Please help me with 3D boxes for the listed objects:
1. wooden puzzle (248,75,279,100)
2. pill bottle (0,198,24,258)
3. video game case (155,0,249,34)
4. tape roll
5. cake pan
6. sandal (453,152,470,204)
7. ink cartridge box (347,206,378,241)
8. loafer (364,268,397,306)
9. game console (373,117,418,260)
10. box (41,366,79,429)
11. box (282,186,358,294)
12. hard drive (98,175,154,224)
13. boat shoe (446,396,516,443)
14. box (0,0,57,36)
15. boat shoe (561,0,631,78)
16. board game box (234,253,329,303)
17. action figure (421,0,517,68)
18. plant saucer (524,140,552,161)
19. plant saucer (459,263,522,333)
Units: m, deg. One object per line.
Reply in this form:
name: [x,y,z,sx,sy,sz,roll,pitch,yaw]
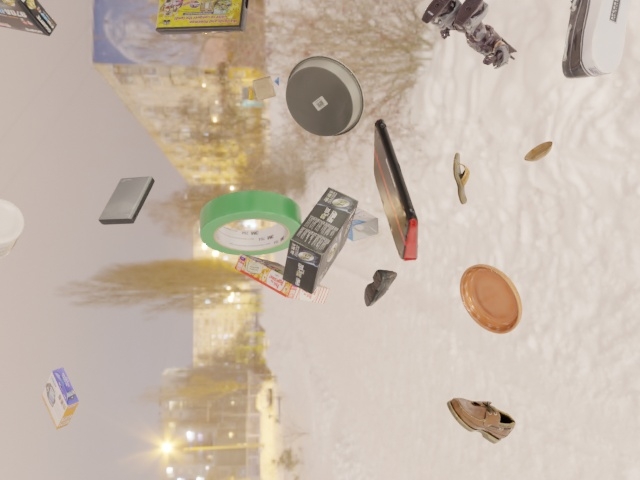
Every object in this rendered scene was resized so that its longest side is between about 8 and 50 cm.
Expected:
wooden puzzle: [-0.194,-0.518,2.150,0.014,0.116,0.078,-152,52,-69]
pill bottle: [-0.915,-0.017,1.754,0.229,0.131,0.131,-31,55,50]
video game case: [-0.326,-0.708,1.778,0.035,0.275,0.248,17,-102,-71]
tape roll: [-0.218,-0.048,1.989,0.321,0.321,0.077,102,165,-65]
cake pan: [0.005,-0.481,2.157,0.054,0.293,0.293,-54,-25,-47]
sandal: [0.463,-0.203,2.045,0.072,0.049,0.180,-56,-46,-58]
ink cartridge box: [0.107,-0.065,2.156,0.181,0.104,0.061,34,135,55]
loafer: [0.180,0.148,1.915,0.170,0.061,0.062,118,144,-51]
game console: [0.245,-0.151,2.035,0.342,0.060,0.386,83,173,-64]
box: [-0.517,0.312,1.257,0.081,0.028,0.136,57,133,18]
box: [0.000,0.000,1.365,0.180,0.077,0.147,-55,-13,-38]
hard drive: [-0.461,-0.096,1.507,0.022,0.094,0.135,65,-149,-46]
boat shoe: [0.522,0.559,2.040,0.104,0.307,0.110,-40,43,19]
box: [-0.895,-0.680,1.809,0.051,0.220,0.175,-65,-23,-19]
boat shoe: [0.509,-0.443,1.159,0.102,0.108,0.301,8,86,62]
board game box: [-0.095,0.094,1.563,0.193,0.147,0.045,24,94,40]
action figure: [0.338,-0.467,1.414,0.285,0.185,0.099,10,-68,-58]
plant saucer: [0.584,-0.234,1.681,0.015,0.083,0.083,52,-177,-13]
plant saucer: [0.459,0.153,1.687,0.200,0.037,0.200,36,138,40]
